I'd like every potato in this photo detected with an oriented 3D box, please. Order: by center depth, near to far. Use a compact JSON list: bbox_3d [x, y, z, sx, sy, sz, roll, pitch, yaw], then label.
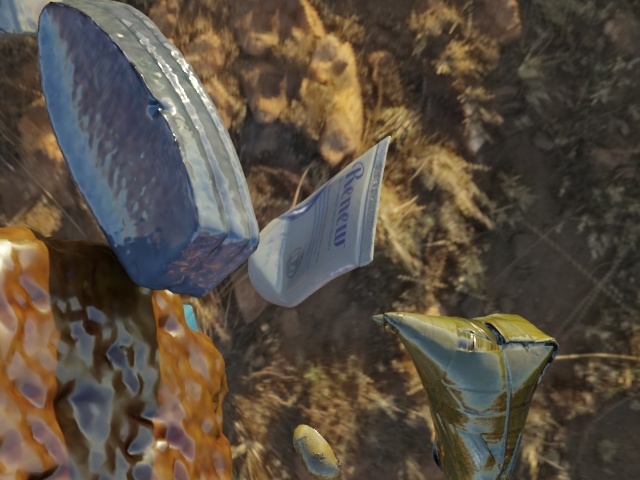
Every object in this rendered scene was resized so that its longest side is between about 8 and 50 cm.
[{"bbox_3d":[-0.007,0.299,1.541,0.036,0.037,0.093,-32,84,-43],"label":"potato"}]

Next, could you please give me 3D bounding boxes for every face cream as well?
[{"bbox_3d":[0.000,0.000,1.946,0.137,0.420,0.235,23,61,-21],"label":"face cream"}]

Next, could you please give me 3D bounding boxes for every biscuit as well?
[{"bbox_3d":[-0.218,0.191,0.866,0.166,0.342,0.395,-20,66,35],"label":"biscuit"}]

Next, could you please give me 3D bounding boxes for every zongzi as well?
[{"bbox_3d":[0.160,0.217,1.452,0.289,0.123,0.260,4,108,-37],"label":"zongzi"}]

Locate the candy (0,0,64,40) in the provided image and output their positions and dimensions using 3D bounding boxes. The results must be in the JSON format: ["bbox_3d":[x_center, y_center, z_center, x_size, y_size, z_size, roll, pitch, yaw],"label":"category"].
[{"bbox_3d":[-0.381,-0.317,1.345,0.195,0.185,0.137,-1,113,29],"label":"candy"}]

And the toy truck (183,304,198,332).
[{"bbox_3d":[-0.374,0.181,1.663,0.384,0.161,0.162,-1,105,13],"label":"toy truck"}]

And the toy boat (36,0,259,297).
[{"bbox_3d":[-0.149,-0.089,0.897,0.127,0.078,0.283,-43,67,33],"label":"toy boat"}]
